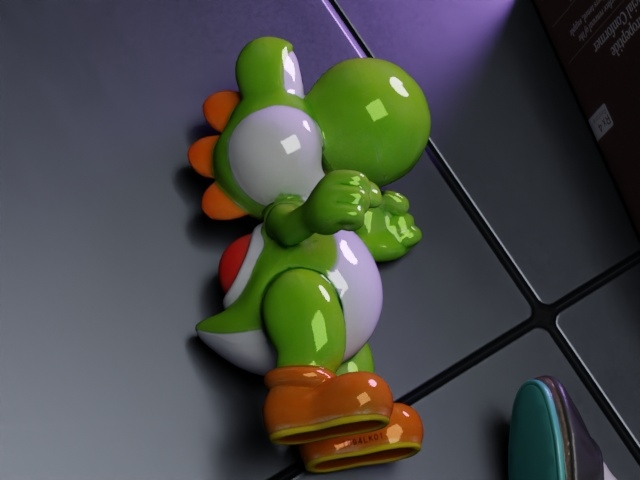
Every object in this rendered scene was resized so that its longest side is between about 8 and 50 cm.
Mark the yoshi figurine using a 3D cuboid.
[{"bbox_3d":[0.024,-0.009,1.621,0.203,0.203,0.362,5,64,-33],"label":"yoshi figurine"}]

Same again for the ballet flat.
[{"bbox_3d":[0.205,0.252,1.624,0.096,0.095,0.281,8,76,-25],"label":"ballet flat"}]

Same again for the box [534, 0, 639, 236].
[{"bbox_3d":[0.339,-0.122,1.760,0.143,0.191,0.381,-17,74,-23],"label":"box"}]
